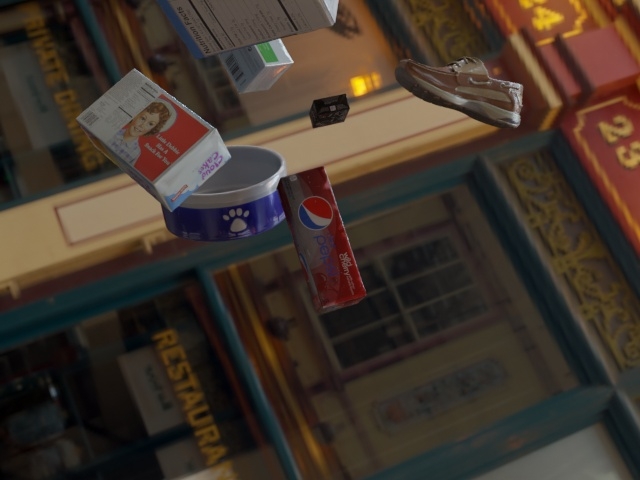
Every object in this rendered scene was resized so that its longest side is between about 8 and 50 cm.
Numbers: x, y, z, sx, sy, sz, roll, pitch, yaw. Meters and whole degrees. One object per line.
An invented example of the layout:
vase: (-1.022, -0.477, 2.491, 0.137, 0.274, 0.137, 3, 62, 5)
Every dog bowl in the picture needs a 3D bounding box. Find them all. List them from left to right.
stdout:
dog bowl: (-0.195, -0.099, 2.307, 0.265, 0.265, 0.104, 39, -39, 56)

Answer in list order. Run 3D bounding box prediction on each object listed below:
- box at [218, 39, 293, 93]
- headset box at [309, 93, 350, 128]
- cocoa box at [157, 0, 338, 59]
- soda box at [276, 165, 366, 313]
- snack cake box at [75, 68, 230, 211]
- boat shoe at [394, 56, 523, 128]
box: (-0.131, -0.369, 2.305, 0.102, 0.087, 0.101, -39, -105, 41)
headset box: (0.015, -0.233, 2.058, 0.083, 0.062, 0.032, 119, -42, -77)
cocoa box: (-0.104, -0.470, 1.614, 0.231, 0.228, 0.347, 56, 32, -43)
soda box: (0.000, 0.000, 2.137, 0.083, 0.092, 0.263, 125, -52, -75)
snack cake box: (-0.307, -0.188, 2.075, 0.264, 0.152, 0.089, 38, -15, 36)
boat shoe: (0.303, -0.339, 2.449, 0.123, 0.325, 0.116, 21, -86, 60)
